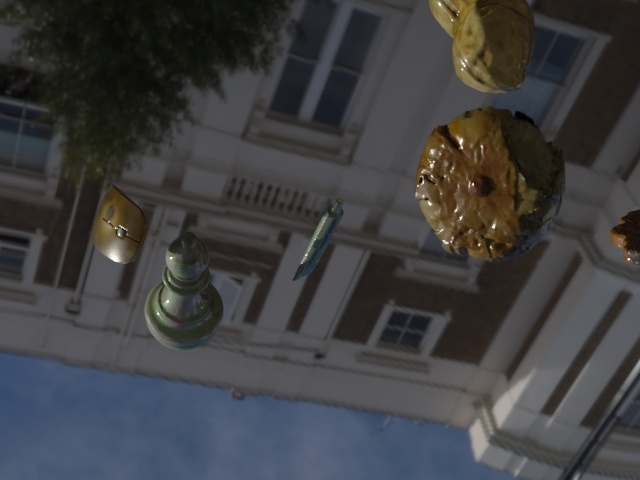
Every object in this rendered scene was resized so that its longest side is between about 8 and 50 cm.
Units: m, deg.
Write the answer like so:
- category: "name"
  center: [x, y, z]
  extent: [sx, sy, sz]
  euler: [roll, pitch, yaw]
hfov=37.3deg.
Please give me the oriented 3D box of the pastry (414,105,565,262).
- category: "pastry"
  center: [0.162, -0.054, 0.918]
  extent: [0.153, 0.153, 0.081]
  euler: [35, -143, 20]

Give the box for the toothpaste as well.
- category: "toothpaste"
  center: [0.000, 0.000, 1.585]
  extent: [0.048, 0.197, 0.029]
  euler: [-26, -117, -41]

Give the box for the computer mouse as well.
- category: "computer mouse"
  center: [-0.333, -0.028, 1.550]
  extent: [0.045, 0.102, 0.199]
  euler: [18, -171, -32]

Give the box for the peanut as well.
- category: "peanut"
  center: [0.239, -0.328, 1.407]
  extent: [0.147, 0.147, 0.305]
  euler: [7, -131, -25]

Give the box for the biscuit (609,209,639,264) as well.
- category: "biscuit"
  center: [0.621, -0.007, 1.717]
  extent: [0.186, 0.044, 0.295]
  euler: [-5, -166, 12]

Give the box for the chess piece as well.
- category: "chess piece"
  center: [-0.224, 0.068, 1.594]
  extent: [0.139, 0.272, 0.139]
  euler: [5, -124, -8]
